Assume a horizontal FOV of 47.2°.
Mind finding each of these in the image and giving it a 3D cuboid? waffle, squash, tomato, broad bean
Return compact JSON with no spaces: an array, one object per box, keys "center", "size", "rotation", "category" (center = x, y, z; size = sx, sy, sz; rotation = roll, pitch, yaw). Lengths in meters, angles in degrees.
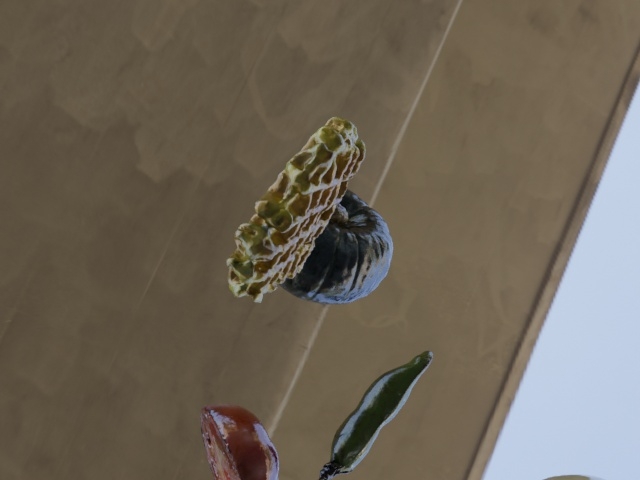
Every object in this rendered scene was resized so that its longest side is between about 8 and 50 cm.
[{"center":[-0.031,-0.037,0.852],"size":[0.057,0.219,0.229],"rotation":[32,-70,9],"category":"waffle"},{"center":[0.000,0.000,1.270],"size":[0.252,0.252,0.165],"rotation":[27,-66,-11],"category":"squash"},{"center":[-0.127,0.372,1.214],"size":[0.085,0.225,0.224],"rotation":[-17,-91,-26],"category":"tomato"},{"center":[0.097,0.315,1.340],"size":[0.339,0.077,0.061],"rotation":[-48,-64,-26],"category":"broad bean"}]

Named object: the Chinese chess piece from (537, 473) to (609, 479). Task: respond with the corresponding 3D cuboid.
[{"center":[0.241,0.341,0.661],"size":[0.251,0.097,0.250],"rotation":[4,-95,-59],"category":"Chinese chess piece"}]
